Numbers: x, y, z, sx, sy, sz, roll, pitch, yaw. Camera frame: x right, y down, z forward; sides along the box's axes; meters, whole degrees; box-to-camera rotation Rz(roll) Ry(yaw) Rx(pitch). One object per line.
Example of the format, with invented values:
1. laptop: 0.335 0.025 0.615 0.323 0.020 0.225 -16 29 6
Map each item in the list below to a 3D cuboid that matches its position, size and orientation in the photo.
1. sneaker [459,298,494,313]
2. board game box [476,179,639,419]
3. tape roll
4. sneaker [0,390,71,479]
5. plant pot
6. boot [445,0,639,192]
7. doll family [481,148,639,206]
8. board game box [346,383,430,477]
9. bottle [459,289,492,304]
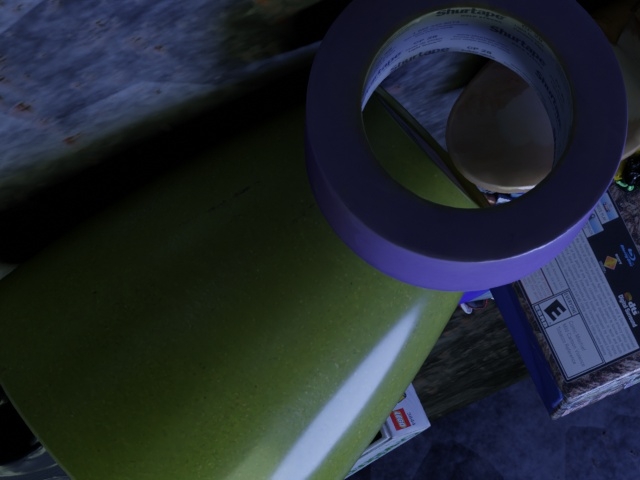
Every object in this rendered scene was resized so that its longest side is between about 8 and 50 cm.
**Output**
1. sneaker: 0.173 0.040 2.090 0.042 0.067 0.118 -33 165 38
2. board game box: 0.286 -0.014 1.694 0.291 0.232 0.141 -23 169 -4
3. tape roll: 0.084 -0.068 1.183 0.189 0.189 0.080 -23 167 -6
4. sneaker: -0.232 0.170 1.799 0.286 0.109 0.130 -21 161 -24
5. plant pot: -0.031 0.037 1.328 0.293 0.275 0.275 -43 164 10
6. boot: 0.157 -0.084 1.373 0.295 0.104 0.211 -34 178 -32
7. doll family: 0.216 -0.072 1.589 0.193 0.076 0.111 -9 141 1
8. board game box: -0.037 0.142 1.829 0.053 0.193 0.305 -14 164 -38
9. bottle: 0.186 0.005 1.909 0.118 0.092 0.283 -26 169 31
